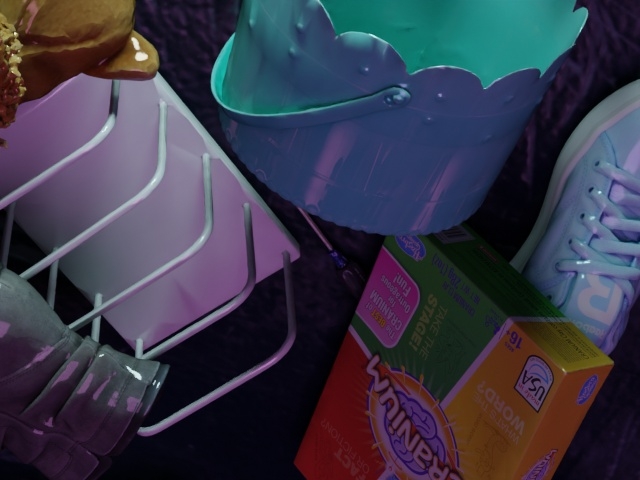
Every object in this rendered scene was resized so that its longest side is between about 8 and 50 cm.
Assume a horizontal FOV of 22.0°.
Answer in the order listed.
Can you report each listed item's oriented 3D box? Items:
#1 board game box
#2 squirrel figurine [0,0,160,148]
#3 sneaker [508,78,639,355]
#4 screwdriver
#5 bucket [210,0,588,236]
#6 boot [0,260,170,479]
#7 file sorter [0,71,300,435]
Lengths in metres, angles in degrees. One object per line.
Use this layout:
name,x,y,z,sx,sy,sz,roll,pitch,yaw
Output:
board game box,0.111,0.163,1.522,0.064,0.242,0.317,-8,130,-40
squirrel figurine,-0.307,-0.114,1.242,0.370,0.397,0.281,-25,111,-3
sneaker,0.254,0.029,1.497,0.135,0.150,0.366,17,120,-15
screwdriver,0.000,0.000,1.540,0.025,0.024,0.170,-47,116,-9
bucket,0.054,-0.149,1.307,0.281,0.281,0.183,14,128,-12
boot,-0.293,0.154,1.409,0.222,0.118,0.338,37,137,-16
file sorter,-0.170,0.001,1.442,0.192,0.173,0.278,-31,118,15
